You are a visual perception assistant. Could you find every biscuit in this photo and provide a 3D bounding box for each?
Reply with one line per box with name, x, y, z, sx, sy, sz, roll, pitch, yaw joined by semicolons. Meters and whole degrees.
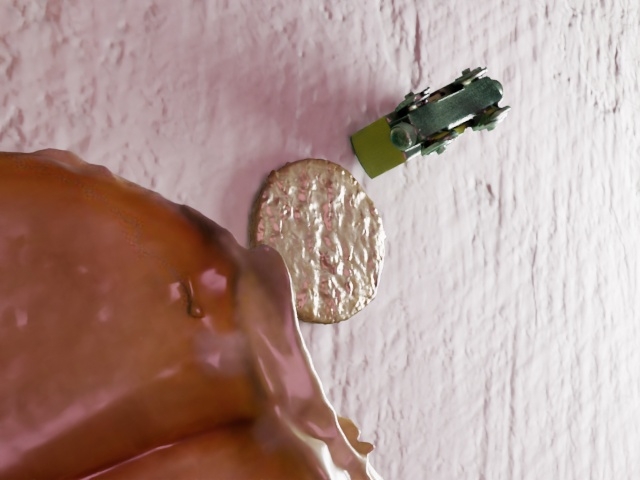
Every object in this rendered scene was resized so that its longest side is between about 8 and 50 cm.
biscuit;0.000;0.000;0.736;0.120;0.015;0.120;9;75;-38

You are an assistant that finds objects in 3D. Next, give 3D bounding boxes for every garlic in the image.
garlic;-0.139;0.120;0.468;0.313;0.249;0.286;-29;117;-21

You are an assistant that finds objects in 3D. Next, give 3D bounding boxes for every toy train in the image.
toy train;0.082;-0.086;0.782;0.122;0.081;0.050;-28;91;-41
